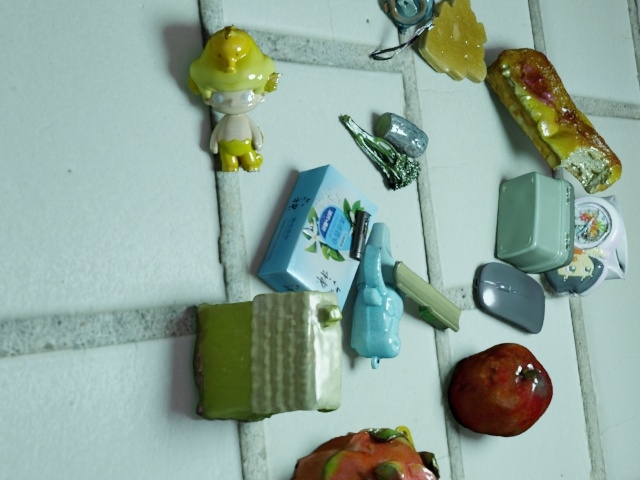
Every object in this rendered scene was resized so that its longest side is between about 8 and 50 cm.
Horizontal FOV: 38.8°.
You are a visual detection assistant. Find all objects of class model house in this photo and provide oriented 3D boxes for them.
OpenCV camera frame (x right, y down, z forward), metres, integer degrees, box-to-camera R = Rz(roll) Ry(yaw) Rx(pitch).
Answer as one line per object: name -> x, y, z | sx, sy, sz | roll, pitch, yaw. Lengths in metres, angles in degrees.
model house -> -0.067, 0.179, 1.411 | 0.175, 0.234, 0.193 | 10, 73, -41

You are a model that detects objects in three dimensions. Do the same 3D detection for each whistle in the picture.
whistle -> 0.107, 0.102, 1.683 | 0.186, 0.093, 0.274 | 40, 51, -62

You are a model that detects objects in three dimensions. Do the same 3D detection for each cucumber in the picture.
cucumber -> 0.162, -0.212, 1.811 | 0.112, 0.064, 0.064 | 30, 62, -34

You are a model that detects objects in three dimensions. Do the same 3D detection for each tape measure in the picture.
tape measure -> 0.161, -0.449, 1.829 | 0.107, 0.104, 0.180 | 54, 51, -25

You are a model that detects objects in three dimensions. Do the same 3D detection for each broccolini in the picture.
broccolini -> 0.118, -0.175, 1.767 | 0.201, 0.058, 0.074 | 43, 49, -29

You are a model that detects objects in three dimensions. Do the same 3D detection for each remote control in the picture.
remote control -> 0.074, -0.009, 1.614 | 0.034, 0.016, 0.091 | 27, 65, -44

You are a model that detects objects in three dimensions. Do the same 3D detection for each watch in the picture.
watch -> 0.628, 0.018, 2.139 | 0.231, 0.196, 0.244 | 18, 69, -61

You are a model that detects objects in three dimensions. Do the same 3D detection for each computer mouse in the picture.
computer mouse -> 0.426, 0.126, 1.985 | 0.232, 0.057, 0.120 | 27, 64, -36

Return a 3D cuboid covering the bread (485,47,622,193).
bread -> 0.524, -0.267, 2.035 | 0.185, 0.109, 0.380 | -15, 68, -49

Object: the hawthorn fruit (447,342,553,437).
hawthorn fruit -> 0.366, 0.285, 1.795 | 0.189, 0.251, 0.189 | 12, 56, -17

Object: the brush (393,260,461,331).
brush -> 0.199, 0.111, 1.742 | 0.282, 0.048, 0.054 | 38, 49, -52

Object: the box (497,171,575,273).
box -> 0.477, -0.040, 2.008 | 0.129, 0.148, 0.210 | 20, 66, -30

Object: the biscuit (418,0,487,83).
biscuit -> 0.285, -0.435, 1.984 | 0.238, 0.041, 0.212 | -24, 103, -42

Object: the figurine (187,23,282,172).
figurine -> -0.141, -0.237, 1.515 | 0.156, 0.131, 0.246 | -1, 99, -3

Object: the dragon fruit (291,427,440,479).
dragon fruit -> 0.108, 0.464, 1.519 | 0.305, 0.226, 0.305 | 13, 70, -40

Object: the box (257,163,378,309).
box -> 0.000, 0.000, 1.610 | 0.142, 0.083, 0.232 | 40, 56, -32

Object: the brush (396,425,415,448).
brush -> 0.195, 0.480, 1.735 | 0.103, 0.013, 0.272 | -25, 98, -42
